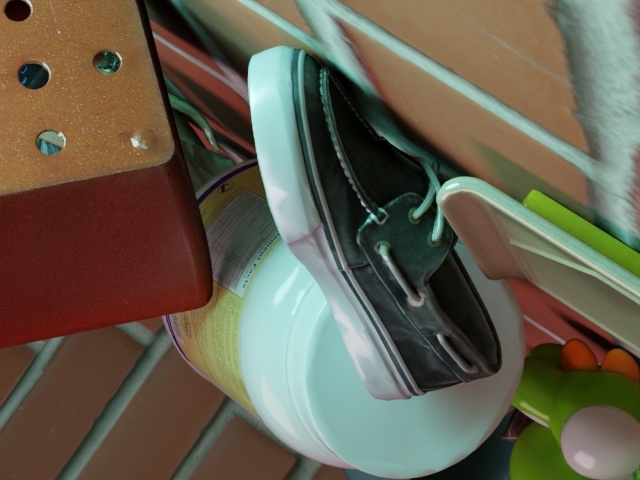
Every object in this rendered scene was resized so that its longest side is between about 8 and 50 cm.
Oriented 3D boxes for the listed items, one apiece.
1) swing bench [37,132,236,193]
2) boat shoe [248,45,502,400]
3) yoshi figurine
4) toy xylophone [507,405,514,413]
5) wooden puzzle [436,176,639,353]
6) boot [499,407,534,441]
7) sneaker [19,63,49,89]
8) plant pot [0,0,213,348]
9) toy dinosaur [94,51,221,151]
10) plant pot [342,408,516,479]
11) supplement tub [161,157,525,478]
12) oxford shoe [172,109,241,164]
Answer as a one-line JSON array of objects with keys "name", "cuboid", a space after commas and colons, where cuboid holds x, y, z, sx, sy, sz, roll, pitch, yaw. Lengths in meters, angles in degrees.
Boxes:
[{"name": "swing bench", "cuboid": [-0.215, -0.050, 1.927, 0.254, 0.165, 0.253, 4, 174, 19]}, {"name": "boat shoe", "cuboid": [0.048, -0.016, 1.261, 0.119, 0.121, 0.335, -12, 135, 17]}, {"name": "yoshi figurine", "cuboid": [0.312, 0.241, 1.583, 0.362, 0.203, 0.203, 36, -176, 26]}, {"name": "toy xylophone", "cuboid": [0.350, 0.244, 2.059, 0.322, 0.081, 0.236, 33, 175, 22]}, {"name": "wooden puzzle", "cuboid": [0.203, 0.037, 1.151, 0.238, 0.044, 0.221, 29, 174, 21]}, {"name": "boot", "cuboid": [0.243, 0.180, 1.936, 0.037, 0.114, 0.106, 35, 176, 1]}, {"name": "sneaker", "cuboid": [-0.321, -0.221, 1.828, 0.079, 0.121, 0.217, 31, 175, 32]}, {"name": "plant pot", "cuboid": [-0.230, -0.082, 1.397, 0.236, 0.267, 0.267, 116, 140, -67]}, {"name": "toy dinosaur", "cuboid": [-0.215, -0.177, 1.982, 0.268, 0.064, 0.118, 31, 180, -13]}, {"name": "plant pot", "cuboid": [0.134, 0.237, 2.428, 0.235, 0.293, 0.293, 48, -177, 28]}, {"name": "supplement tub", "cuboid": [0.013, 0.063, 1.555, 0.241, 0.241, 0.331, 37, 175, -27]}, {"name": "oxford shoe", "cuboid": [-0.093, -0.043, 2.142, 0.397, 0.146, 0.140, 52, -159, 26]}]
